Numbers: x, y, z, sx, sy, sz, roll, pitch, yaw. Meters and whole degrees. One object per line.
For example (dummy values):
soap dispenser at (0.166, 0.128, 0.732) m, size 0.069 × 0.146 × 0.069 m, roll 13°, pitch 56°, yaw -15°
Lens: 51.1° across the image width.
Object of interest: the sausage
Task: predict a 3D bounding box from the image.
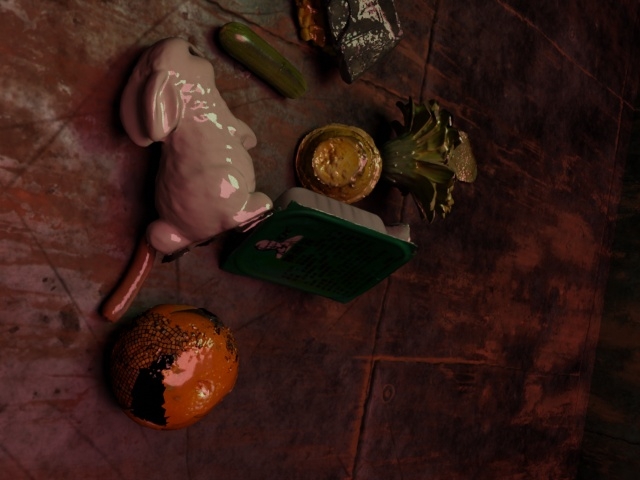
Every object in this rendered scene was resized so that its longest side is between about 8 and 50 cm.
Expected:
sausage at (-0.332, 0.063, 1.182) m, size 0.047 × 0.040 × 0.177 m, roll 37°, pitch 68°, yaw -32°

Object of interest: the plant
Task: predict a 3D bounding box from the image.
plant at (0.196, -0.209, 1.543) m, size 0.297 × 0.306 × 0.261 m, roll 27°, pitch 105°, yaw -17°

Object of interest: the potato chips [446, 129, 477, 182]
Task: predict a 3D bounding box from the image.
potato chips at (0.396, -0.243, 1.899) m, size 0.209 × 0.026 × 0.142 m, roll 6°, pitch 94°, yaw -44°

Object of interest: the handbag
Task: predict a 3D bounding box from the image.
handbag at (0.077, -0.488, 1.430) m, size 0.175 × 0.089 × 0.270 m, roll -35°, pitch 122°, yaw -29°

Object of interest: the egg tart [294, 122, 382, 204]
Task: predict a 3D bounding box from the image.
egg tart at (0.038, -0.166, 1.442) m, size 0.074 × 0.191 × 0.191 m, roll -43°, pitch 139°, yaw -88°

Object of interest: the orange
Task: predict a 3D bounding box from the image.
orange at (-0.257, 0.225, 1.191) m, size 0.234 × 0.182 × 0.234 m, roll -26°, pitch 126°, yaw -42°

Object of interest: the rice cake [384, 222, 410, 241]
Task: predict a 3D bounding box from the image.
rice cake at (0.108, -0.002, 1.607) m, size 0.336 × 0.063 × 0.066 m, roll -6°, pitch 102°, yaw -45°

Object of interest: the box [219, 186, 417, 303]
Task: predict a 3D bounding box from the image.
box at (0.000, 0.000, 1.362) m, size 0.337 × 0.264 × 0.106 m, roll 19°, pitch 48°, yaw -30°

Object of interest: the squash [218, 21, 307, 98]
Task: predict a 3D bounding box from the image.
squash at (-0.113, -0.359, 1.337) m, size 0.229 × 0.066 × 0.066 m, roll 31°, pitch 73°, yaw -44°

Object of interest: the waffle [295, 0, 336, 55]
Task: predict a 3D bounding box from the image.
waffle at (0.026, -0.537, 1.460) m, size 0.253 × 0.056 × 0.249 m, roll -56°, pitch 130°, yaw -22°

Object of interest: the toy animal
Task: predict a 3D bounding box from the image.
toy animal at (-0.232, -0.169, 1.168) m, size 0.258 × 0.194 × 0.357 m, roll -31°, pitch 105°, yaw -33°
